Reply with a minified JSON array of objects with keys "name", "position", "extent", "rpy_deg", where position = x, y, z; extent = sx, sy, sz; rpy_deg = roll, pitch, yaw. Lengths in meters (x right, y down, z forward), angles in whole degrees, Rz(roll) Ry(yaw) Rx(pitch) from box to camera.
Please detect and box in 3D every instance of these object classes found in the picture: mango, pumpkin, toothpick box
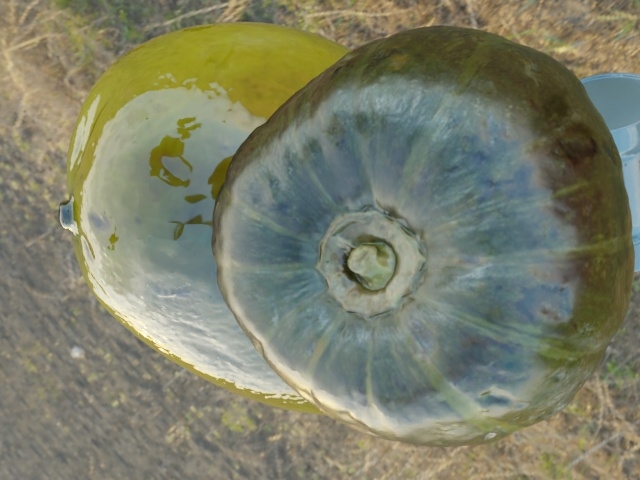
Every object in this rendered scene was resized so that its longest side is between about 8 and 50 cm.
[{"name":"mango","position":[0.000,0.000,0.770],"extent":[0.445,0.220,0.301],"rpy_deg":[25,105,-27]},{"name":"pumpkin","position":[0.061,-0.001,0.474],"extent":[0.219,0.162,0.218],"rpy_deg":[0,91,27]},{"name":"toothpick box","position":[0.259,-0.058,0.804],"extent":[0.101,0.101,0.153],"rpy_deg":[7,133,33]}]
